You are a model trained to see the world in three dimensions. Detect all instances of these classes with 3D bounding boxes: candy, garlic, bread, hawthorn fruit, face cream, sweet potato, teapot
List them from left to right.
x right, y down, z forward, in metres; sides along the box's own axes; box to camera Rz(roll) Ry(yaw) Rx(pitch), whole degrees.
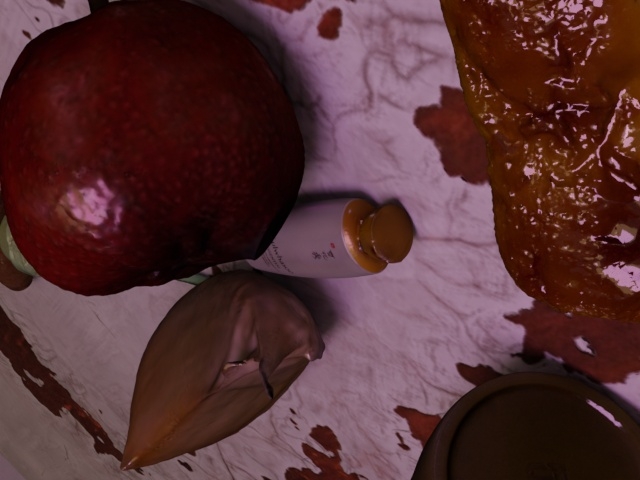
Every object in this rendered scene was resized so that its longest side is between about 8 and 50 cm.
[{"bbox_3d":[-0.455,0.009,1.258,0.067,0.059,0.281,40,147,24],"label":"sweet potato"},{"bbox_3d":[-0.259,0.018,1.058,0.336,0.093,0.092,11,178,29],"label":"candy"},{"bbox_3d":[-0.135,-0.095,0.661,0.210,0.230,0.266,-163,58,-79],"label":"hawthorn fruit"},{"bbox_3d":[-0.078,0.126,0.864,0.151,0.196,0.338,38,142,-15],"label":"garlic"},{"bbox_3d":[0.000,0.000,0.754,0.182,0.051,0.072,-5,120,49],"label":"face cream"},{"bbox_3d":[0.174,0.221,0.703,0.268,0.185,0.175,4,148,-3],"label":"teapot"},{"bbox_3d":[0.149,-0.071,0.489,0.139,0.077,0.271,10,131,38],"label":"bread"}]
